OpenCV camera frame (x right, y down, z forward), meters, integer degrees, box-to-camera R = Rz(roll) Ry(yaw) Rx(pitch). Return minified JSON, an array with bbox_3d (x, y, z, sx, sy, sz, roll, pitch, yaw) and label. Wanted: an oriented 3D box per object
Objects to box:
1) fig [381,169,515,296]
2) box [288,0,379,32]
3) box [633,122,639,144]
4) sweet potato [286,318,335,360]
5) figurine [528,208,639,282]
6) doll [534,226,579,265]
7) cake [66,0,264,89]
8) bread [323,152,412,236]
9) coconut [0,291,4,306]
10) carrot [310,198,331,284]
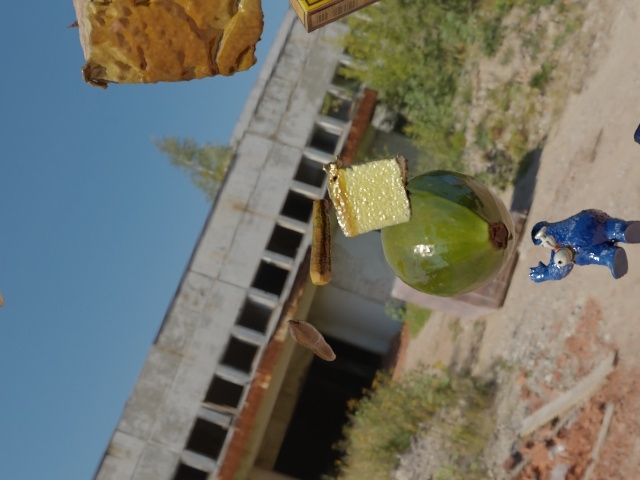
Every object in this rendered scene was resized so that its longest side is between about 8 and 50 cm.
[{"bbox_3d":[0.301,-0.016,1.731,0.316,0.316,0.316,18,-90,-85],"label":"fig"},{"bbox_3d":[0.062,-0.596,1.647,0.302,0.192,0.084,-26,-15,-7],"label":"box"},{"bbox_3d":[0.895,-0.201,1.799,0.345,0.097,0.134,55,136,46],"label":"box"},{"bbox_3d":[-0.022,0.241,1.890,0.264,0.057,0.057,46,-121,-57],"label":"sweet potato"},{"bbox_3d":[0.532,-0.006,1.600,0.262,0.121,0.164,-6,47,53],"label":"figurine"},{"bbox_3d":[0.434,0.013,1.421,0.058,0.085,0.040,-13,-29,-46],"label":"doll"},{"bbox_3d":[-0.278,-0.455,1.341,0.306,0.314,0.293,-116,28,-46],"label":"cake"},{"bbox_3d":[0.092,-0.089,1.407,0.127,0.147,0.152,-19,-81,-73],"label":"bread"},{"bbox_3d":[-0.749,0.119,1.674,0.110,0.125,0.110,-158,90,-80],"label":"coconut"},{"bbox_3d":[0.000,0.000,1.473,0.042,0.042,0.170,89,180,-74],"label":"carrot"}]
